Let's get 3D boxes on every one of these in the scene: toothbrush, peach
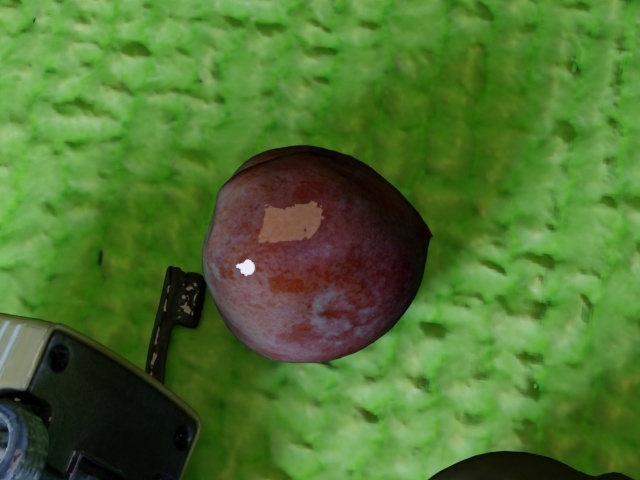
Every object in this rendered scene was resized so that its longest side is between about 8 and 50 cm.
[{"bbox_3d":[-0.115,0.159,1.021,0.030,0.030,0.297,9,71,1],"label":"toothbrush"},{"bbox_3d":[0.000,0.000,1.008,0.152,0.152,0.152,-3,70,7],"label":"peach"}]

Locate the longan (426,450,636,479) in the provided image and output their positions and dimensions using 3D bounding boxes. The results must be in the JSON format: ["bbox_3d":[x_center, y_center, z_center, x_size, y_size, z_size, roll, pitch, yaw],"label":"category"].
[{"bbox_3d":[0.126,0.207,0.898,0.204,0.159,0.185,-28,65,1],"label":"longan"}]

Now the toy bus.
[{"bbox_3d":[-0.230,0.228,0.924,0.201,0.177,0.365,9,68,38],"label":"toy bus"}]
